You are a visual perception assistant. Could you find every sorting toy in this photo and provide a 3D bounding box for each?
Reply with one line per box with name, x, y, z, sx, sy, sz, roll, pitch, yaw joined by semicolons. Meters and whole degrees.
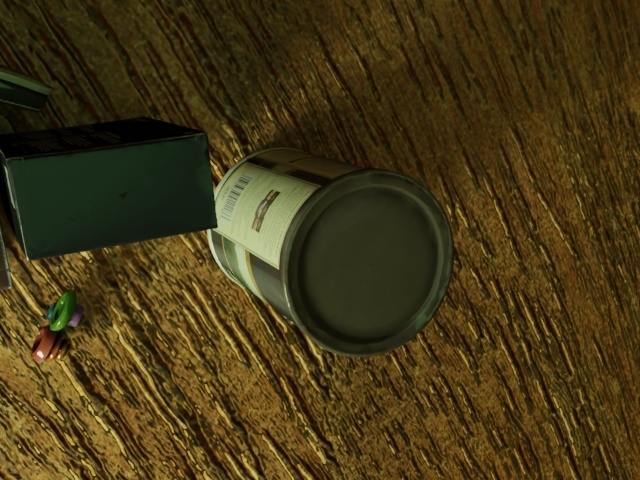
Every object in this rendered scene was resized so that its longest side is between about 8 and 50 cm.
sorting toy;-0.304;0.105;0.989;0.042;0.061;0.102;28;111;-27

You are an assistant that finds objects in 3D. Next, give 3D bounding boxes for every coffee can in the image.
coffee can;0.000;0.000;0.986;0.201;0.275;0.201;-5;103;-23

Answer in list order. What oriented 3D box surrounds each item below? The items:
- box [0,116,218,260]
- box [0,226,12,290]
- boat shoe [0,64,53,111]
box;-0.236;-0.065;0.872;0.184;0.261;0.103;-13;106;-21
box;-0.437;-0.025;0.839;0.203;0.168;0.167;-12;105;-22
boat shoe;-0.405;-0.169;0.878;0.227;0.081;0.069;14;98;-19
